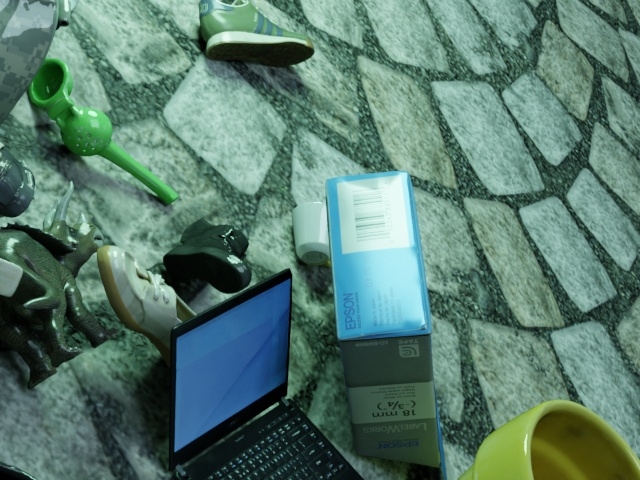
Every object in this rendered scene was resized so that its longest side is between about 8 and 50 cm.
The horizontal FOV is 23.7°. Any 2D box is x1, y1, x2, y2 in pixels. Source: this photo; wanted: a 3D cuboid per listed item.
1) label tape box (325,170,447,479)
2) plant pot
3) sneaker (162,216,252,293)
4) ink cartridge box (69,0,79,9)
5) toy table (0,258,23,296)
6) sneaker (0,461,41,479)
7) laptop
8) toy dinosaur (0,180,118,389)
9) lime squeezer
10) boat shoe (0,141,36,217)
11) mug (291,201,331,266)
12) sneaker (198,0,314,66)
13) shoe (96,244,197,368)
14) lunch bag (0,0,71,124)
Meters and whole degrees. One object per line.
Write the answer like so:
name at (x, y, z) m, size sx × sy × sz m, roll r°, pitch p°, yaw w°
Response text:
label tape box at (0.078, 0.120, 1.789) m, size 0.334 × 0.105 × 0.241 m, roll 80°, pitch 4°, yaw -48°
plant pot at (0.224, 0.340, 1.690) m, size 0.254 × 0.239 × 0.254 m, roll 32°, pitch 38°, yaw -29°
sneaker at (-0.109, 0.012, 1.674) m, size 0.089 × 0.170 × 0.051 m, roll -33°, pitch 114°, yaw -33°
ink cartridge box at (-0.342, -0.286, 1.611) m, size 0.232 × 0.066 × 0.189 m, roll -76°, pitch 155°, yaw -58°
toy table at (-0.368, -0.011, 1.217) m, size 0.252 × 0.161 × 0.274 m, roll 12°, pitch 86°, yaw -18°
sneaker at (-0.229, 0.287, 1.261) m, size 0.295 × 0.147 × 0.105 m, roll 37°, pitch 35°, yaw -26°
laptop at (-0.037, 0.194, 1.588) m, size 0.264 × 0.136 × 0.234 m, roll 47°, pitch 32°, yaw 11°
toy dinosaur at (-0.274, 0.047, 1.412) m, size 0.160 × 0.121 × 0.313 m, roll 57°, pitch 8°, yaw 1°
lime squeezer at (-0.271, -0.159, 1.698) m, size 0.310 × 0.059 × 0.110 m, roll 51°, pitch 33°, yaw -3°
boat shoe at (-0.309, -0.049, 1.464) m, size 0.065 × 0.075 × 0.206 m, roll 39°, pitch -6°, yaw -11°
mug at (0.000, -0.002, 1.890) m, size 0.078 × 0.062 × 0.064 m, roll 23°, pitch 51°, yaw -29°
sneaker at (-0.088, -0.286, 2.029) m, size 0.192 × 0.064 × 0.086 m, roll -3°, pitch 67°, yaw -49°
shoe at (-0.162, 0.066, 1.539) m, size 0.219 × 0.058 × 0.077 m, roll 59°, pitch 10°, yaw -53°
lunch bag at (-0.412, -0.191, 1.369) m, size 0.305 × 0.256 × 0.213 m, roll 19°, pitch 47°, yaw -42°
